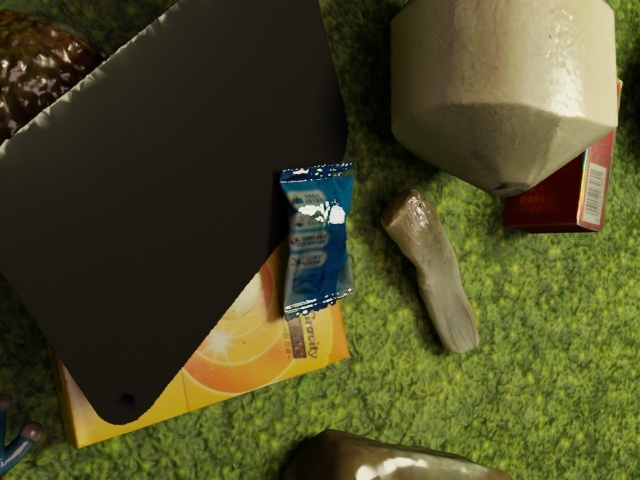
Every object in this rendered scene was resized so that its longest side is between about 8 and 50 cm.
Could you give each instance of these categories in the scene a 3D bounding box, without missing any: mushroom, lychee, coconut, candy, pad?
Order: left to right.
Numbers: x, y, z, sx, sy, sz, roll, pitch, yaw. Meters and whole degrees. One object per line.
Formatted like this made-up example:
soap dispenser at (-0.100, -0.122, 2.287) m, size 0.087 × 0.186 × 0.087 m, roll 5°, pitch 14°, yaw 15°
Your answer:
lychee at (-0.226, -0.080, 0.572) m, size 0.171 × 0.171 × 0.171 m, roll 0°, pitch 89°, yaw -32°
pad at (-0.114, -0.089, 0.612) m, size 0.375 × 0.063 × 0.315 m, roll -53°, pitch 143°, yaw -36°
candy at (0.001, 0.000, 0.728) m, size 0.088 × 0.038 × 0.136 m, roll -12°, pitch 106°, yaw -44°
candy at (0.082, 0.253, 0.790) m, size 0.234 × 0.104 × 0.102 m, roll 20°, pitch 80°, yaw -31°
mushroom at (0.120, 0.036, 0.854) m, size 0.059 × 0.054 × 0.202 m, roll -37°, pitch 114°, yaw -21°
coconut at (0.173, -0.155, 0.792) m, size 0.241 × 0.241 × 0.241 m, roll 0°, pitch 89°, yaw -32°

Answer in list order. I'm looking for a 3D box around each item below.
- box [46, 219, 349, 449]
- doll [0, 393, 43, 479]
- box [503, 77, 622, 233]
box at (-0.102, 0.068, 0.712) m, size 0.269 × 0.043 × 0.152 m, roll -14°, pitch 97°, yaw -31°
doll at (-0.266, 0.187, 0.587) m, size 0.114 × 0.085 × 0.152 m, roll 5°, pitch 76°, yaw -18°
box at (0.272, -0.097, 0.910) m, size 0.048 × 0.112 × 0.175 m, roll 14°, pitch 81°, yaw -31°
